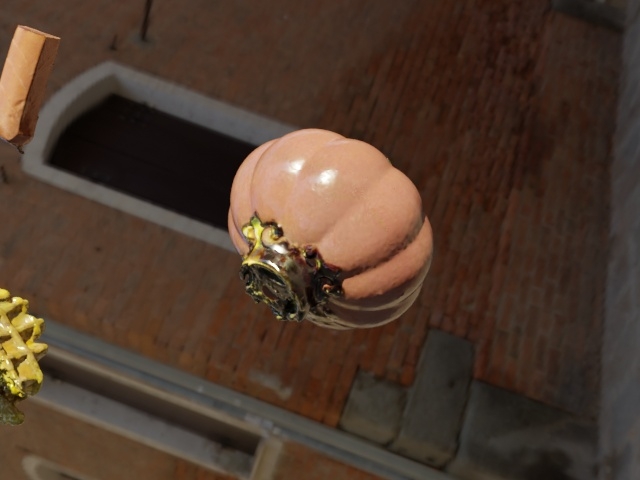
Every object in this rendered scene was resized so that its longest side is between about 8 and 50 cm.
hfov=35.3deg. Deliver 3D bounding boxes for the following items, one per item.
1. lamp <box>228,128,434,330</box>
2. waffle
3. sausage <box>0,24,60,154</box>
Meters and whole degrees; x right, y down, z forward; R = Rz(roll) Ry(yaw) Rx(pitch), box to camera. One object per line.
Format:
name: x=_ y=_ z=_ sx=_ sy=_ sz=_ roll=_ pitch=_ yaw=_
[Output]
lamp: x=0.000 y=0.000 z=1.371 sx=0.239 sy=0.305 sz=0.305 roll=-45 pitch=-16 yaw=-32
waffle: x=-0.647 y=0.189 z=1.754 sx=0.151 sy=0.324 sz=0.261 roll=-44 pitch=51 yaw=34
sausage: x=-0.409 y=-0.206 z=1.383 sx=0.065 sy=0.065 sz=0.169 roll=-57 pitch=-13 yaw=-81
